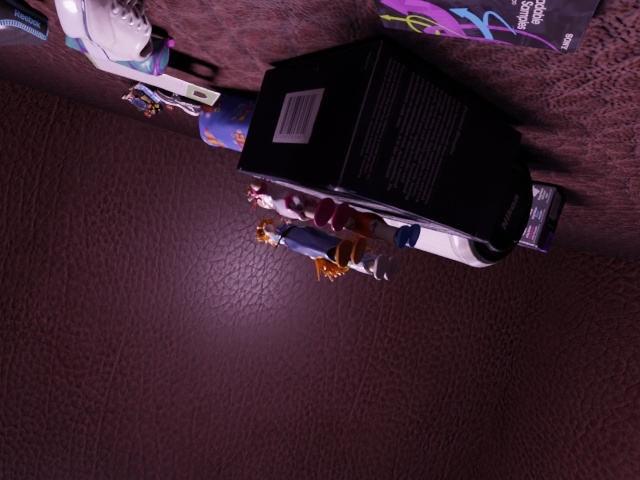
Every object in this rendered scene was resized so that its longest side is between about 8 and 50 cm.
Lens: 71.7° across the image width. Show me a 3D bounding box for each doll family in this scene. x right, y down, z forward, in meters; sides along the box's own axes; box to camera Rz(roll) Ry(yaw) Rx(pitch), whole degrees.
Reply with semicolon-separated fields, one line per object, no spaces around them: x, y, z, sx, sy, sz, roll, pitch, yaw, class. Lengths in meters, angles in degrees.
-0.487;-0.395;1.258;0.111;0.076;0.193;37;177;-33;doll family
0.000;0.000;0.601;0.163;0.118;0.263;19;-176;43;doll family

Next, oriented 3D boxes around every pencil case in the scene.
-0.128;-0.250;0.964;0.306;0.133;0.119;18;149;32;pencil case
-0.318;-0.314;0.700;0.152;0.070;0.064;19;158;-9;pencil case

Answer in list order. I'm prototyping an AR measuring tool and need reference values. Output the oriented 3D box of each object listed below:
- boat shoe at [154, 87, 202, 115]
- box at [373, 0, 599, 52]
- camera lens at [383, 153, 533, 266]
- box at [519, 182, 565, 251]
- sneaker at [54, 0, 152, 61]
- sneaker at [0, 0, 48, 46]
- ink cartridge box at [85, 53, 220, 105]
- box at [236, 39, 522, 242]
-0.377;-0.379;1.181;0.125;0.046;0.038;25;136;-23;boat shoe
0.114;-0.183;0.320;0.162;0.029;0.116;16;-177;20;box
0.249;-0.080;0.874;0.219;0.219;0.274;13;-175;-39;camera lens
0.440;-0.080;1.111;0.270;0.143;0.165;19;-175;35;box
-0.261;-0.287;0.548;0.091;0.094;0.258;-7;-168;-14;sneaker
-0.602;-0.372;0.738;0.341;0.125;0.140;21;-170;26;sneaker
-0.311;-0.329;0.845;0.235;0.056;0.171;11;-174;-20;ink cartridge box
0.078;-0.136;0.677;0.294;0.182;0.296;16;-177;-36;box
